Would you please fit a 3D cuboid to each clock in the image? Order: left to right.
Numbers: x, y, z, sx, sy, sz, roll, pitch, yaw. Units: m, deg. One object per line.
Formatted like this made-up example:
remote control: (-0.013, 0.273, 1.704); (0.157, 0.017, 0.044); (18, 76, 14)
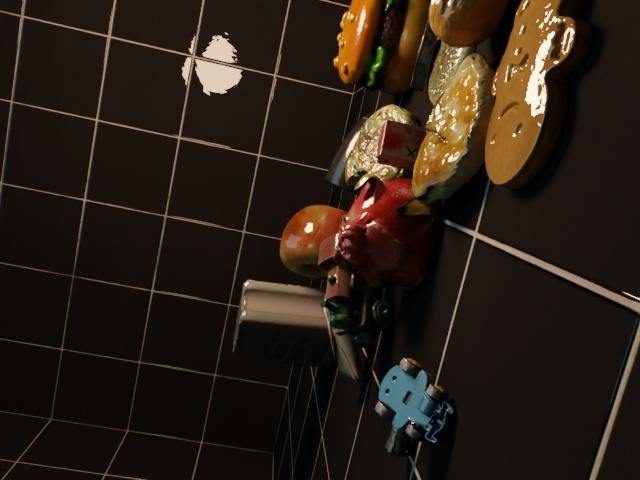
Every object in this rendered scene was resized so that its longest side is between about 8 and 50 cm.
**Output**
clock: (0.304, -0.539, 1.574); (0.215, 0.042, 0.214); (15, -90, -85)

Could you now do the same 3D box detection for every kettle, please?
kettle: (0.158, -0.310, 1.965); (0.268, 0.208, 0.290); (-87, 17, -82)

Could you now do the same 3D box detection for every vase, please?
vase: (0.181, 0.369, 1.170); (0.059, 0.059, 0.166); (-177, 99, -83)

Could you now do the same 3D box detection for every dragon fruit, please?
dragon fruit: (0.153, -0.030, 1.388); (0.305, 0.226, 0.305); (-170, 90, -85)

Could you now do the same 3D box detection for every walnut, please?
walnut: (0.313, -0.504, 1.142); (0.165, 0.165, 0.197); (-89, 4, -58)

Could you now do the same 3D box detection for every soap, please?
soap: (-0.131, 0.349, 2.247); (0.350, 0.436, 0.212); (115, 161, -49)

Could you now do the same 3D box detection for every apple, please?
apple: (0.000, 0.000, 2.220); (0.319, 0.320, 0.276); (115, 163, -64)

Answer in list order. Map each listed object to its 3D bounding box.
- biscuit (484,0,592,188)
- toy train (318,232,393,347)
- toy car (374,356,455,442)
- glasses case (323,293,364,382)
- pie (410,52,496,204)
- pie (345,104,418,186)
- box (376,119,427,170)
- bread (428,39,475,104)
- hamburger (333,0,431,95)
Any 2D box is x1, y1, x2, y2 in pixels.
biscuit: (0.345, -0.263, 0.914); (0.275, 0.052, 0.354); (-140, 62, -83)
toy train: (0.092, 0.139, 1.537); (0.150, 0.222, 0.304); (-27, 45, 38)
toy car: (0.198, 0.313, 1.063); (0.162, 0.098, 0.126); (29, 94, 44)
glasses case: (0.067, 0.286, 1.665); (0.128, 0.083, 0.307); (35, -137, -87)
pie: (0.289, -0.233, 1.191); (0.339, 0.077, 0.338); (-159, 90, -81)
pie: (0.191, -0.285, 1.722); (0.303, 0.067, 0.302); (-27, 53, 43)
box: (0.227, -0.242, 1.427); (0.060, 0.156, 0.111); (99, -178, -74)
bread: (0.334, -0.473, 1.411); (0.267, 0.041, 0.266); (-168, 90, -83)
hamburger: (0.203, -0.714, 1.911); (0.396, 0.278, 0.395); (-168, 90, -82)
